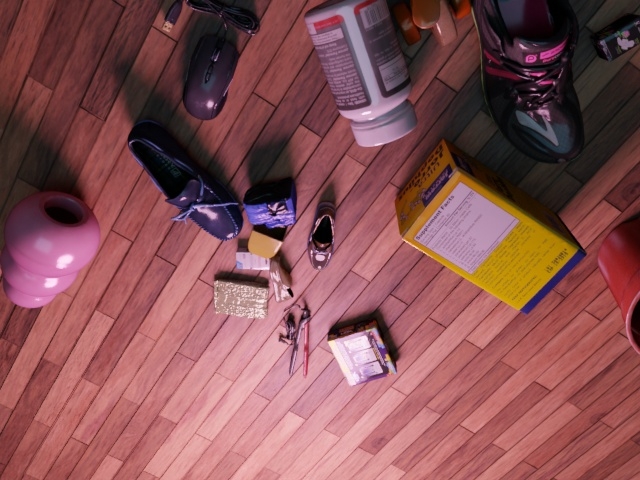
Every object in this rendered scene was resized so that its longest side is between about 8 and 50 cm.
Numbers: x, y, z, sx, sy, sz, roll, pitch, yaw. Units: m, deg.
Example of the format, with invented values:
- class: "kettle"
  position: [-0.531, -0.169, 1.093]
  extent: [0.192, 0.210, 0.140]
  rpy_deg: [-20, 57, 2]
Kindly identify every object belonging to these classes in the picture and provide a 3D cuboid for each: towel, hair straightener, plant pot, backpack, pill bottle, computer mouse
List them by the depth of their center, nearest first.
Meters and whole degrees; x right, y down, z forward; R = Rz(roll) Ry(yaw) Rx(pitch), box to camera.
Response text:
- class: "pill bottle"
  position: [0.089, -0.346, 1.165]
  extent: [0.161, 0.161, 0.283]
  rpy_deg: [-17, 116, 12]
- class: "computer mouse"
  position: [-0.260, -0.388, 1.219]
  extent: [0.184, 0.060, 0.262]
  rpy_deg: [26, 116, -11]
- class: "plant pot"
  position: [0.772, 0.089, 1.298]
  extent: [0.272, 0.265, 0.273]
  rpy_deg: [1, 118, 2]
- class: "backpack"
  position: [-0.117, -0.079, 1.352]
  extent: [0.120, 0.098, 0.101]
  rpy_deg: [-7, 121, 6]
- class: "plant pot"
  position: [-0.134, -0.004, 1.405]
  extent: [0.081, 0.082, 0.083]
  rpy_deg: [22, 126, -8]
- class: "towel"
  position: [-0.208, 0.151, 1.517]
  extent: [0.148, 0.027, 0.110]
  rpy_deg: [7, 117, 1]
- class: "hair straightener"
  position: [-0.074, 0.270, 1.560]
  extent: [0.088, 0.047, 0.231]
  rpy_deg: [4, 118, 1]

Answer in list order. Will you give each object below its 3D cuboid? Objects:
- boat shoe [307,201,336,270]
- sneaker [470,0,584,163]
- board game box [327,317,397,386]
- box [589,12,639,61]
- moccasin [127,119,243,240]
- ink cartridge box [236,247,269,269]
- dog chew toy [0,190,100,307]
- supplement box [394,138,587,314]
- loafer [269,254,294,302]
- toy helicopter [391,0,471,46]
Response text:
- class: "boat shoe"
  position: [0.000, 0.000, 1.404]
  extent: [0.066, 0.066, 0.183]
  rpy_deg: [5, 118, 1]
- class: "sneaker"
  position: [0.402, -0.349, 1.123]
  extent: [0.185, 0.202, 0.483]
  rpy_deg: [-22, 114, 15]
- class: "board game box"
  position: [0.114, 0.304, 1.569]
  extent: [0.140, 0.048, 0.170]
  rpy_deg: [-18, 116, 14]
- class: "box"
  position: [0.599, -0.408, 1.161]
  extent: [0.083, 0.062, 0.052]
  rpy_deg: [-30, 111, 18]
- class: "moccasin"
  position: [-0.322, -0.115, 1.333]
  extent: [0.137, 0.117, 0.342]
  rpy_deg: [-39, 109, 20]
- class: "ink cartridge box"
  position: [-0.169, 0.045, 1.458]
  extent: [0.083, 0.028, 0.048]
  rpy_deg: [2, 118, 2]
- class: "dog chew toy"
  position: [-0.668, 0.039, 1.396]
  extent: [0.206, 0.207, 0.332]
  rpy_deg: [31, 123, -13]
- class: "supplement box"
  position: [0.368, -0.032, 1.296]
  extent: [0.356, 0.195, 0.194]
  rpy_deg: [31, 115, -13]
- class: "loafer"
  position: [-0.098, 0.094, 1.469]
  extent: [0.050, 0.056, 0.148]
  rpy_deg: [-4, 127, 5]
- class: "toy helicopter"
  position: [0.159, -0.514, 1.032]
  extent: [0.140, 0.235, 0.355]
  rpy_deg: [-24, 114, 15]
